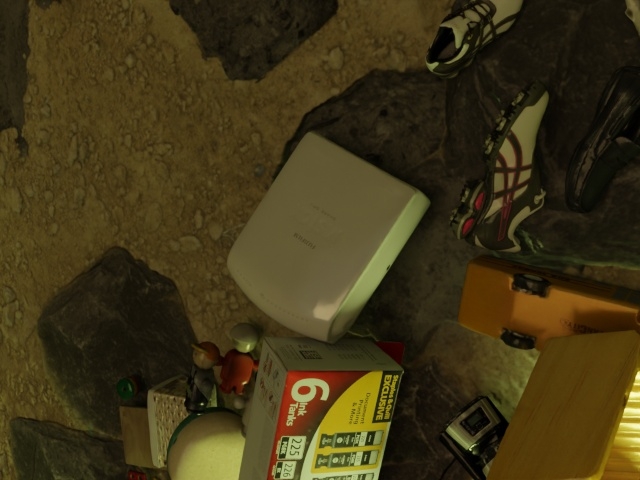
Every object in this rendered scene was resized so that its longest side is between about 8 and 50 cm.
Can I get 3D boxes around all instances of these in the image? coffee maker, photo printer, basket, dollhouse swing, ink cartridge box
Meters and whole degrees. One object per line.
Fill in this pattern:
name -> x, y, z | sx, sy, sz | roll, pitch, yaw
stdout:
coffee maker -> 0.278, 0.357, 1.150 | 0.178, 0.120, 0.171 | 50, 146, 27
photo printer -> 0.000, 0.000, 1.205 | 0.256, 0.107, 0.307 | 34, 90, 26
basket -> -0.277, 0.374, 1.469 | 0.103, 0.113, 0.167 | 2, 99, 24
dollhouse swing -> 0.435, 0.322, 0.904 | 0.305, 0.315, 0.346 | 8, 139, 36
ink cartridge box -> 0.023, 0.327, 1.200 | 0.130, 0.272, 0.309 | -141, 58, -62

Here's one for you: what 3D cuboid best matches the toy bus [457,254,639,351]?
toy bus -> 0.377, 0.115, 1.064 | 0.333, 0.130, 0.108 | 14, 103, 26

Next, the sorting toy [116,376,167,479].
sorting toy -> -0.367, 0.432, 1.561 | 0.132, 0.046, 0.274 | -2, 96, 28

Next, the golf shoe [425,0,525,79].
golf shoe -> 0.237, -0.332, 1.095 | 0.077, 0.094, 0.198 | 45, 114, 17

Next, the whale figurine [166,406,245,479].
whale figurine -> -0.164, 0.419, 1.370 | 0.216, 0.272, 0.141 | -62, 25, 1

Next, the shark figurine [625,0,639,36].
shark figurine -> 0.499, -0.295, 0.976 | 0.116, 0.166, 0.278 | -30, 64, 4

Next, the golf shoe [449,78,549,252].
golf shoe -> 0.300, -0.111, 1.105 | 0.120, 0.105, 0.272 | 23, 113, 5

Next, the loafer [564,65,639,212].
loafer -> 0.422, -0.139, 1.027 | 0.078, 0.076, 0.223 | 35, 111, 45

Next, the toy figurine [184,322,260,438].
toy figurine -> -0.126, 0.250, 1.313 | 0.213, 0.210, 0.148 | 19, 100, 24
